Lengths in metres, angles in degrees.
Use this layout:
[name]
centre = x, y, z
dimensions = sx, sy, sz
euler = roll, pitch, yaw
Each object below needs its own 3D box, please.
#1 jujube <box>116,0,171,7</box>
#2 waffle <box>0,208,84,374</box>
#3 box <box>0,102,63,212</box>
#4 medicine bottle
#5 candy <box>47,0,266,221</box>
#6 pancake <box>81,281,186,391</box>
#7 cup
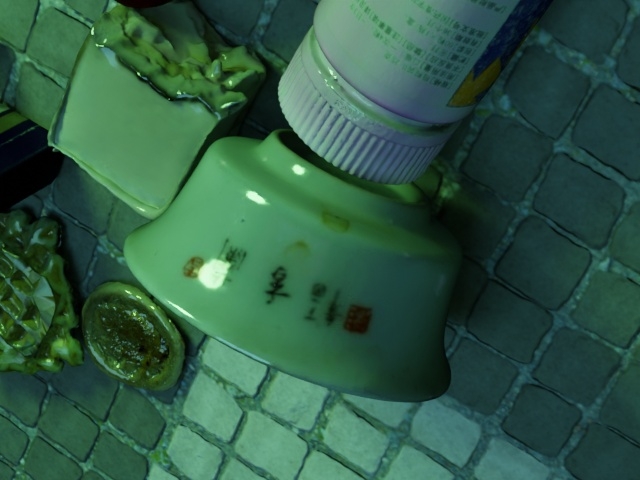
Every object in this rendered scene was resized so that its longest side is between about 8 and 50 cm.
[jujube]
centre = -0.147, -0.335, 1.402
dimensions = 0.190, 0.190, 0.255
euler = 43, 142, 3
[waffle]
centre = -0.392, 0.062, 1.799
dimensions = 0.204, 0.054, 0.223
euler = 0, 107, 30
[box]
centre = -0.441, -0.123, 1.671
dimensions = 0.259, 0.168, 0.071
euler = 31, 123, 13
[medicine bottle]
centre = 0.096, -0.207, 1.331
dimensions = 0.178, 0.178, 0.291
euler = 38, 126, 6
[candy]
centre = -0.166, -0.137, 1.534
dimensions = 0.185, 0.137, 0.195
euler = 35, 127, 8
[pancake]
centre = -0.224, 0.117, 1.763
dimensions = 0.151, 0.025, 0.152
euler = 13, 119, 24
[cup]
centre = 0.000, 0.000, 1.425
dimensions = 0.347, 0.347, 0.163
euler = 28, 104, 13
